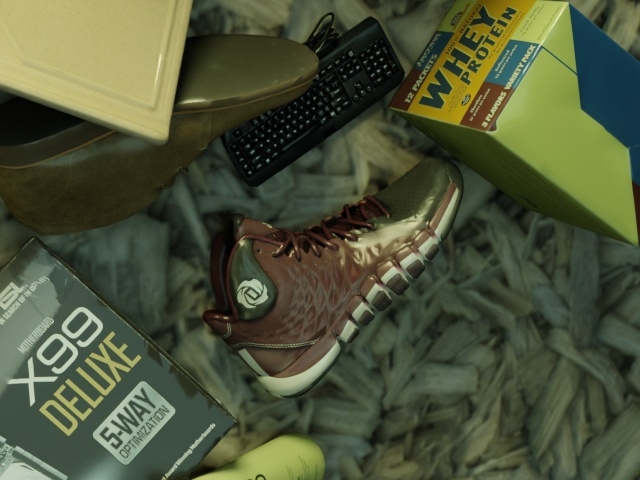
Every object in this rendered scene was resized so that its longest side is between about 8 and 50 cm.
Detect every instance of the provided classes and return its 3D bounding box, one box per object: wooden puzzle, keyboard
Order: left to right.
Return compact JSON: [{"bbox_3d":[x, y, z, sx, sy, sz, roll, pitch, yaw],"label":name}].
[{"bbox_3d":[-0.213,-0.206,1.134,0.221,0.044,0.239,19,59,-24],"label":"wooden puzzle"},{"bbox_3d":[-0.010,-0.137,1.289,0.192,0.038,0.100,-38,112,-12],"label":"keyboard"}]

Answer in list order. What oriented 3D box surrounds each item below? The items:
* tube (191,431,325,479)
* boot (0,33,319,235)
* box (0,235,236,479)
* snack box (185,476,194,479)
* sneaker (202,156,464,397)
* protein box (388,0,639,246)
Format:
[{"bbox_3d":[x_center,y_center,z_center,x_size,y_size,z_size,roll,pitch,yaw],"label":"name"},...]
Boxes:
[{"bbox_3d":[-0.080,0.237,1.253,0.240,0.062,0.070,-16,77,-58],"label":"tube"},{"bbox_3d":[-0.142,-0.098,1.223,0.305,0.112,0.115,-20,127,-14],"label":"boot"},{"bbox_3d":[-0.265,0.187,1.203,0.242,0.076,0.307,44,83,-10],"label":"box"},{"bbox_3d":[-0.158,0.393,1.326,0.187,0.060,0.322,28,90,-24],"label":"snack box"},{"bbox_3d":[0.000,0.000,1.287,0.162,0.106,0.281,41,85,-21],"label":"sneaker"},{"bbox_3d":[0.211,-0.118,1.292,0.199,0.201,0.136,34,87,-25],"label":"protein box"}]
